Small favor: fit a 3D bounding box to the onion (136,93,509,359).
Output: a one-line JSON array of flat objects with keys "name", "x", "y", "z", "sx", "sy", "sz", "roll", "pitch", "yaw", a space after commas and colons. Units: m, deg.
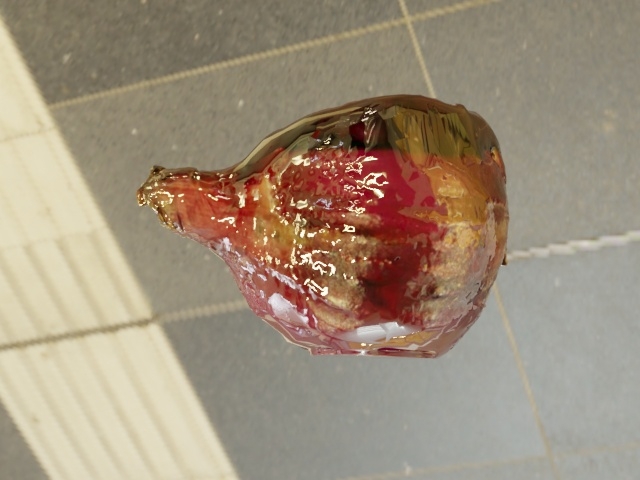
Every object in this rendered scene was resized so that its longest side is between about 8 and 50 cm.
[{"name": "onion", "x": 0.000, "y": 0.000, "z": 0.767, "sx": 0.218, "sy": 0.140, "sz": 0.195, "roll": 4, "pitch": 170, "yaw": -15}]
